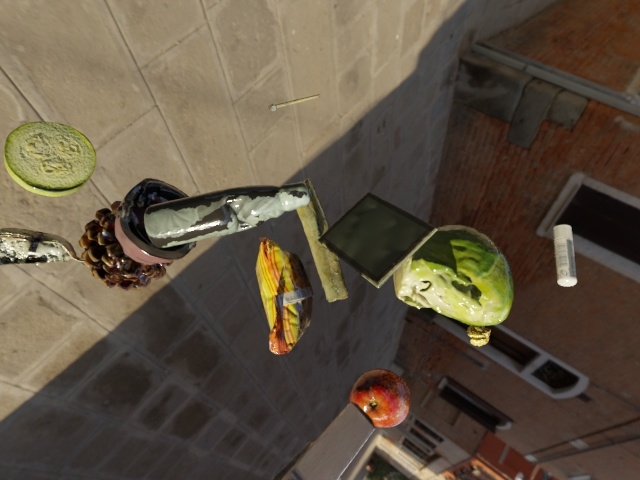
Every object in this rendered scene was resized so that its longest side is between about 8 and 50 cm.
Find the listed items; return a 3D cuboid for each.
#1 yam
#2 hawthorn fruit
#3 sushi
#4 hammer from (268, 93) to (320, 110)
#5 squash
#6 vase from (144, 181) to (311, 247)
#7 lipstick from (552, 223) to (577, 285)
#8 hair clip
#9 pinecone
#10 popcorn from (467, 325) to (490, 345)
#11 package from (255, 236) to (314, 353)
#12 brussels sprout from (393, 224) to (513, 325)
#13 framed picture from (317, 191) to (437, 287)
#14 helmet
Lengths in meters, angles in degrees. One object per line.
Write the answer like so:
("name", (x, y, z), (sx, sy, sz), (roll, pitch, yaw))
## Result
("yam", (0.000, 0.000, 1.289), (0.083, 0.371, 0.083), (-20, -178, 1))
("hawthorn fruit", (0.167, 0.447, 1.254), (0.173, 0.173, 0.172), (-45, 155, -28))
("sushi", (-0.878, 0.017, 1.352), (0.134, 0.273, 0.109), (-148, -121, -76))
("hammer", (-0.087, -0.457, 1.449), (0.182, 0.062, 0.017), (-20, 114, -18))
("squash", (-0.851, -0.258, 1.394), (0.252, 0.252, 0.049), (-38, -177, -40))
("vase", (-0.115, -0.039, 0.566), (0.212, 0.059, 0.060), (-13, 154, 5))
("lipstick", (0.551, 0.033, 0.990), (0.040, 0.040, 0.141), (72, 24, -62))
("hair clip", (-0.016, 0.378, 0.691), (0.101, 0.085, 0.331), (-49, 165, 25))
("pinecone", (-0.795, 0.006, 1.870), (0.398, 0.398, 0.397), (-45, 155, -28))
("popcorn", (0.576, 0.333, 1.571), (0.084, 0.084, 0.084), (-45, 155, -28))
("package", (-0.074, 0.106, 0.947), (0.109, 0.223, 0.288), (-15, 176, -2))
("brussels sprout", (0.418, 0.108, 1.383), (0.275, 0.372, 0.314), (112, -10, -56))
("framed picture", (0.112, -0.011, 0.939), (0.173, 0.231, 0.010), (-43, 130, -6))
("helmet", (-0.571, -0.038, 1.493), (0.271, 0.338, 0.197), (29, 133, -31))
